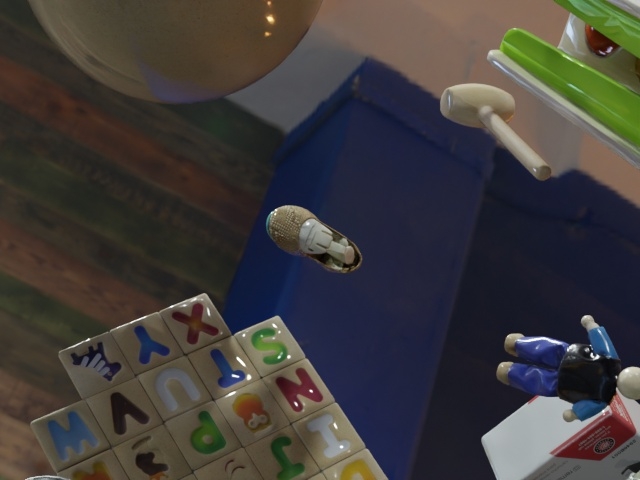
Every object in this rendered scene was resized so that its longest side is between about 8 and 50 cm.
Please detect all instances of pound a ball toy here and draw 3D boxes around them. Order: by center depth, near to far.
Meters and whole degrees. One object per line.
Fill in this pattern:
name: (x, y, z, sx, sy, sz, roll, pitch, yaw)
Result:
pound a ball toy: (0.267, -0.145, 1.066, 0.136, 0.319, 0.208, -1, -60, -29)

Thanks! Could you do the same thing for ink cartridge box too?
ink cartridge box: (0.400, 0.326, 1.638, 0.197, 0.114, 0.273, -42, -56, 18)

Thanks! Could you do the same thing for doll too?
doll: (0.302, 0.151, 1.347, 0.189, 0.129, 0.046, 10, -10, 45)

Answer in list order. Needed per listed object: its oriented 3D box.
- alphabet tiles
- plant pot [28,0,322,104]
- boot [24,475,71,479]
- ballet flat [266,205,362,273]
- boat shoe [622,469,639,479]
alphabet tiles: (-0.098, 0.212, 1.090, 0.342, 0.285, 0.011, 55, -33, 22)
plant pot: (-0.137, -0.267, 0.950, 0.284, 0.284, 0.191, 16, 0, 4)
boot: (-0.248, 0.191, 0.641, 0.138, 0.377, 0.284, 31, -53, 23)
ballet flat: (0.000, 0.000, 1.665, 0.067, 0.073, 0.206, 12, -7, 34)
boat shoe: (0.370, 0.298, 1.251, 0.302, 0.094, 0.109, -21, -15, -19)
